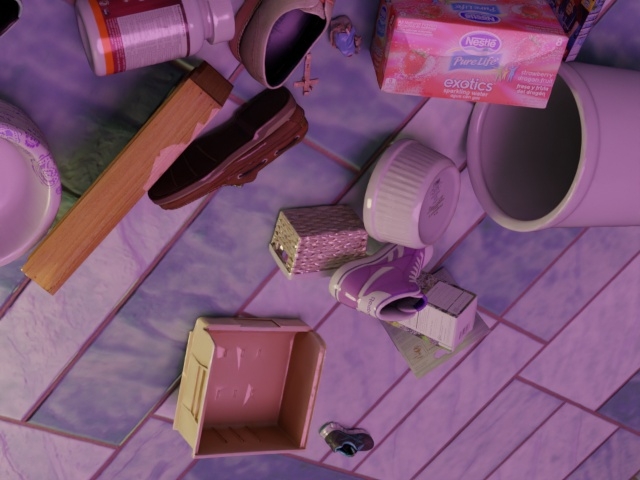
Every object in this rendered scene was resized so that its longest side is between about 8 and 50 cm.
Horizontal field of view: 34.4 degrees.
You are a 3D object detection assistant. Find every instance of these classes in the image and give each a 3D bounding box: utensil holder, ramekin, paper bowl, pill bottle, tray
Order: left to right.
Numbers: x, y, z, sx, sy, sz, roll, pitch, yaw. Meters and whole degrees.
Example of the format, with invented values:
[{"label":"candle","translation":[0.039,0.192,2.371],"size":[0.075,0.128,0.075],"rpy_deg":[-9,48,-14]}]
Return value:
[{"label":"paper bowl","translation":[-0.552,-0.098,1.590],"size":[0.284,0.148,0.284],"rpy_deg":[-15,133,-17]},{"label":"tray","translation":[-0.310,-0.108,1.677],"size":[0.076,0.203,0.411],"rpy_deg":[42,103,-12]},{"label":"pill bottle","translation":[-0.251,-0.331,1.574],"size":[0.221,0.121,0.121],"rpy_deg":[-17,134,-16]},{"label":"ramekin","translation":[0.181,-0.082,1.974],"size":[0.207,0.109,0.207],"rpy_deg":[-37,138,-42]},{"label":"utensil holder","translation":[0.532,-0.182,2.004],"size":[0.385,0.328,0.328],"rpy_deg":[-1,128,-32]}]

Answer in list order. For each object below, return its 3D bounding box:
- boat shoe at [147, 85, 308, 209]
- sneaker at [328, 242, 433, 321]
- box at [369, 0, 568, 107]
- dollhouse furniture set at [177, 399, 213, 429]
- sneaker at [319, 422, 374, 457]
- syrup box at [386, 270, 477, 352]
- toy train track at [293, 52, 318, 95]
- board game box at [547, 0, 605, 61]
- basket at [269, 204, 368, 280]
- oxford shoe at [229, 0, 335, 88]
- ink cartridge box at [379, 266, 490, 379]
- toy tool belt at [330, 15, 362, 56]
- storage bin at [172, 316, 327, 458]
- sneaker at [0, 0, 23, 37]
[{"label":"boat shoe","translation":[-0.152,-0.136,1.805],"size":[0.307,0.111,0.104],"rpy_deg":[-34,135,2]},{"label":"sneaker","translation":[0.165,0.082,2.003],"size":[0.282,0.161,0.102],"rpy_deg":[-28,133,-41]},{"label":"box","translation":[0.248,-0.334,1.770],"size":[0.299,0.154,0.142],"rpy_deg":[5,127,-9]},{"label":"dollhouse furniture set","translation":[-0.253,0.338,2.233],"size":[0.081,0.091,0.114],"rpy_deg":[40,77,-5]},{"label":"sneaker","translation":[0.071,0.496,2.501],"size":[0.166,0.076,0.065],"rpy_deg":[19,117,-39]},{"label":"syrup box","translation":[0.194,0.125,2.125],"size":[0.093,0.236,0.096],"rpy_deg":[-40,144,-43]},{"label":"toy train track","translation":[-0.022,-0.289,1.815],"size":[0.048,0.014,0.083],"rpy_deg":[-12,132,-20]},{"label":"board game box","translation":[0.430,-0.423,1.854],"size":[0.060,0.194,0.194],"rpy_deg":[-12,146,-21]},{"label":"basket","translation":[0.000,0.000,2.009],"size":[0.167,0.113,0.103],"rpy_deg":[-5,126,-26]},{"label":"oxford shoe","translation":[-0.001,-0.415,1.621],"size":[0.140,0.146,0.397],"rpy_deg":[12,120,-33]},{"label":"ink cartridge box","translation":[0.245,0.186,2.217],"size":[0.189,0.232,0.066],"rpy_deg":[-35,133,3]},{"label":"toy tool belt","translation":[0.046,-0.341,1.780],"size":[0.052,0.051,0.083],"rpy_deg":[-27,136,-6]},{"label":"storage bin","translation":[-0.144,0.298,2.133],"size":[0.262,0.123,0.261],"rpy_deg":[4,105,-32]},{"label":"sneaker","translation":[-0.531,-0.307,1.419],"size":[0.255,0.151,0.094],"rpy_deg":[-27,137,-4]}]
